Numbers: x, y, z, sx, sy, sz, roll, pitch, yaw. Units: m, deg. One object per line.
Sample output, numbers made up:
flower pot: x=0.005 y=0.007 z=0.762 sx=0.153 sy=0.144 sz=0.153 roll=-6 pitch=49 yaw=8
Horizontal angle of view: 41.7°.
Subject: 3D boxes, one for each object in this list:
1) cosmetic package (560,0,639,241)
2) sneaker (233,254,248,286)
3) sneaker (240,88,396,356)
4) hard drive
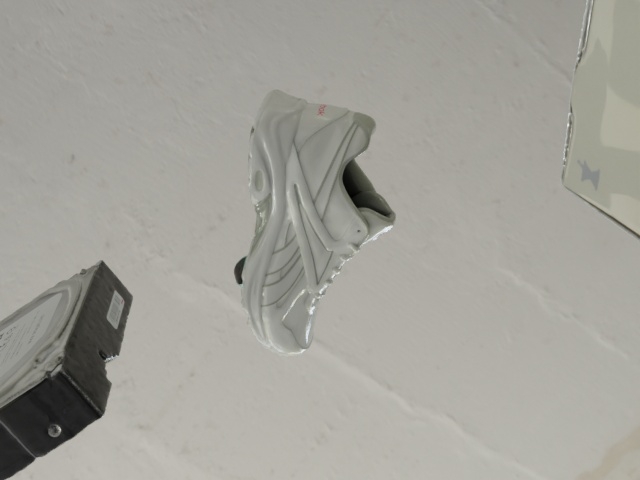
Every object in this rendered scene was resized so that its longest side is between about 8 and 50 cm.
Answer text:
cosmetic package: x=0.316 y=-0.104 z=0.528 sx=0.296 sy=0.129 sz=0.153 roll=-17 pitch=-52 yaw=-19
sneaker: x=-0.032 y=0.019 z=0.835 sx=0.098 sy=0.038 sz=0.069 roll=-31 pitch=-28 yaw=36
sneaker: x=0.000 y=0.000 z=0.672 sx=0.115 sy=0.090 sz=0.232 roll=8 pitch=-60 yaw=9
hard drive: x=-0.334 y=0.166 z=0.764 sx=0.339 sy=0.237 sz=0.064 roll=-34 pitch=-70 yaw=7
